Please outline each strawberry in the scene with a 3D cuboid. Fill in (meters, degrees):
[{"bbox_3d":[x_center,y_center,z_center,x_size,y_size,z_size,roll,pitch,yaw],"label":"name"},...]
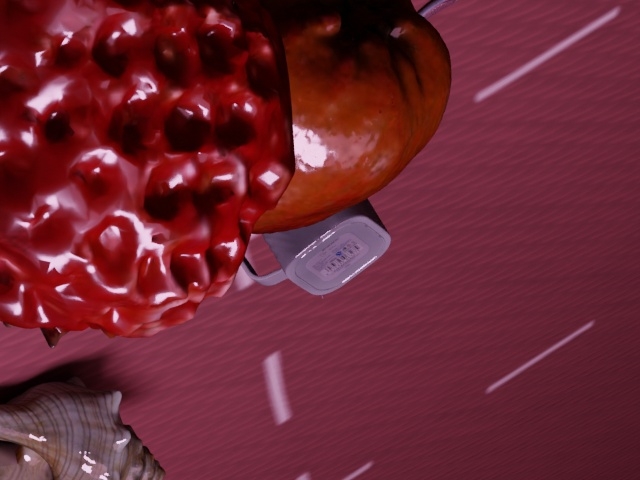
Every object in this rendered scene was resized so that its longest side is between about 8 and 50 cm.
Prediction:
[{"bbox_3d":[-0.156,-0.137,1.191,0.295,0.317,0.345,5,128,1],"label":"strawberry"}]

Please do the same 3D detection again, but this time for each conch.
[{"bbox_3d":[-0.248,0.183,1.813,0.234,0.114,0.137,13,124,-13],"label":"conch"}]

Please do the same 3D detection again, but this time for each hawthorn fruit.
[{"bbox_3d":[-0.043,-0.105,1.463,0.224,0.224,0.261,-4,153,-48],"label":"hawthorn fruit"}]

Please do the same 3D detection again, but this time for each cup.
[{"bbox_3d":[-0.025,-0.023,1.704,0.128,0.129,0.095,-37,148,9],"label":"cup"}]

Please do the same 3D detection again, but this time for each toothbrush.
[{"bbox_3d":[0.098,-0.195,1.688,0.193,0.019,0.013,-36,155,2],"label":"toothbrush"}]

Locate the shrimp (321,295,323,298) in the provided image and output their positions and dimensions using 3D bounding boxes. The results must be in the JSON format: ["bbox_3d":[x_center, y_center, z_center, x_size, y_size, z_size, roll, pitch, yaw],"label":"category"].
[{"bbox_3d":[0.000,0.000,1.851,0.065,0.056,0.165,-34,158,-19],"label":"shrimp"}]
